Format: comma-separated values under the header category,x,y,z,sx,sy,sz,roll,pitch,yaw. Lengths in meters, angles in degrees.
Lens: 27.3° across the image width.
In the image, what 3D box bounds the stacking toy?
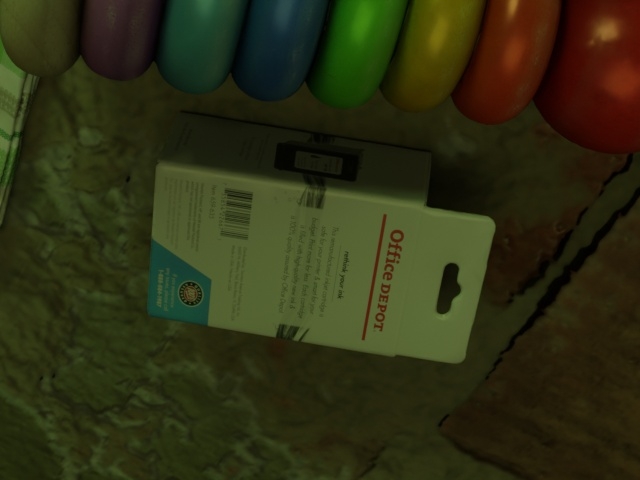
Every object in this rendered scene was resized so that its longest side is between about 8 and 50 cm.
category,x,y,z,sx,sy,sz,roll,pitch,yaw
stacking toy,0.027,-0.114,0.618,0.331,0.141,0.141,12,124,-6

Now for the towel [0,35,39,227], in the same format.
category,x,y,z,sx,sy,sz,roll,pitch,yaw
towel,-0.219,-0.074,0.734,0.113,0.023,0.152,20,123,-7

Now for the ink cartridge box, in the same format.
category,x,y,z,sx,sy,sz,roll,pitch,yaw
ink cartridge box,0.000,0.000,0.731,0.180,0.060,0.104,10,123,1
